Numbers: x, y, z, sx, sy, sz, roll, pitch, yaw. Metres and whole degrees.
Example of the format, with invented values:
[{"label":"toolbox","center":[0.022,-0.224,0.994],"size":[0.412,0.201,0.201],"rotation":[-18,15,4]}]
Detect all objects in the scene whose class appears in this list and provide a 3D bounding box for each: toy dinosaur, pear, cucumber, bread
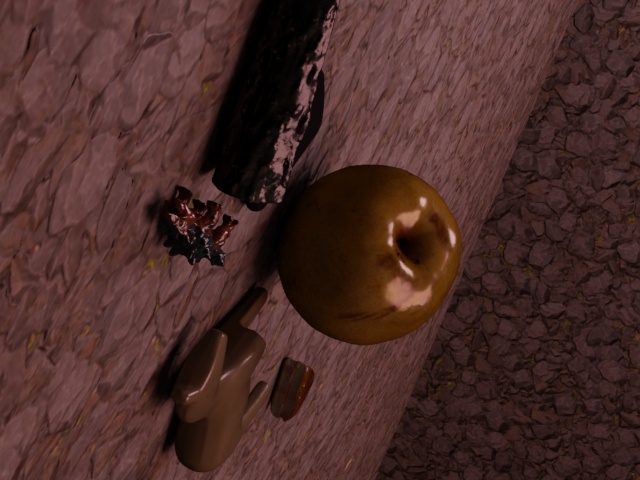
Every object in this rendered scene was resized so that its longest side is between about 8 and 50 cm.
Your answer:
[{"label":"toy dinosaur","center":[-0.102,-0.006,1.036],"size":[0.055,0.049,0.154],"rotation":[-64,163,-11]},{"label":"pear","center":[0.050,0.018,1.393],"size":[0.209,0.209,0.209],"rotation":[-59,167,-22]},{"label":"cucumber","center":[-0.038,-0.139,1.025],"size":[0.078,0.062,0.211],"rotation":[-115,-143,-61]},{"label":"bread","center":[-0.036,0.203,1.777],"size":[0.062,0.043,0.109],"rotation":[-43,155,-56]}]

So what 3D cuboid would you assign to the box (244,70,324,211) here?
[{"label":"box","center":[-0.039,-0.097,1.178],"size":[0.125,0.027,0.126],"rotation":[-56,168,-20]}]

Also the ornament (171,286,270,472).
[{"label":"ornament","center":[-0.107,0.153,1.328],"size":[0.245,0.061,0.230],"rotation":[-53,163,-52]}]
